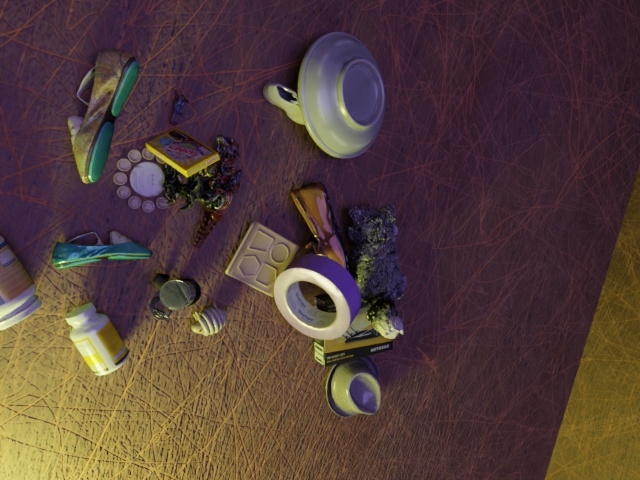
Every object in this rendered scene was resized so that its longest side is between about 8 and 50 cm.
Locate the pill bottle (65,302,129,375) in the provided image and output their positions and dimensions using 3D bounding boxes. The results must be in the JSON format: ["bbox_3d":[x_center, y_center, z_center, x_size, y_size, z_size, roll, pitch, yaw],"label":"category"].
[{"bbox_3d":[-0.607,0.265,1.239,0.103,0.103,0.184,-30,112,-23],"label":"pill bottle"}]

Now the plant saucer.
[{"bbox_3d":[0.105,-0.468,1.474,0.400,0.100,0.401,-7,101,-44],"label":"plant saucer"}]

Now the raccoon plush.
[{"bbox_3d":[0.217,0.068,1.513,0.215,0.446,0.300,-9,117,-15],"label":"raccoon plush"}]

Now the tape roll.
[{"bbox_3d":[-0.012,0.183,1.466,0.090,0.274,0.275,-47,122,-48],"label":"tape roll"}]

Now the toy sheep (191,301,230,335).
[{"bbox_3d":[-0.336,0.243,1.406,0.132,0.091,0.091,-28,111,-29],"label":"toy sheep"}]

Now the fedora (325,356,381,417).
[{"bbox_3d":[0.149,0.563,1.717,0.243,0.124,0.276,-33,113,-21],"label":"fedora"}]

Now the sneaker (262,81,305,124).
[{"bbox_3d":[-0.075,-0.427,1.432,0.212,0.094,0.080,20,87,-31],"label":"sneaker"}]

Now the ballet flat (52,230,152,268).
[{"bbox_3d":[-0.581,0.018,1.228,0.247,0.083,0.087,-7,88,-31],"label":"ballet flat"}]

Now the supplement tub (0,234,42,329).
[{"bbox_3d":[-0.779,0.100,1.086,0.144,0.144,0.200,-31,112,-22],"label":"supplement tub"}]

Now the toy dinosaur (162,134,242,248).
[{"bbox_3d":[-0.316,-0.143,1.315,0.218,0.164,0.322,8,76,-53],"label":"toy dinosaur"}]

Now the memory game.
[{"bbox_3d":[-0.485,-0.170,1.287,0.186,0.012,0.186,-6,102,-29],"label":"memory game"}]

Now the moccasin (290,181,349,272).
[{"bbox_3d":[0.000,0.001,1.527,0.146,0.139,0.380,-19,108,0],"label":"moccasin"}]

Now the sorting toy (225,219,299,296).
[{"bbox_3d":[-0.187,0.060,1.490,0.208,0.038,0.193,32,82,-35],"label":"sorting toy"}]

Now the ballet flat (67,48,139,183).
[{"bbox_3d":[-0.572,-0.322,1.163,0.123,0.123,0.349,20,89,-31],"label":"ballet flat"}]

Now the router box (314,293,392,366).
[{"bbox_3d":[0.126,0.307,1.684,0.308,0.081,0.243,-7,102,-29],"label":"router box"}]

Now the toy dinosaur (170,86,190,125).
[{"bbox_3d":[-0.406,-0.371,1.294,0.090,0.047,0.082,42,85,5],"label":"toy dinosaur"}]

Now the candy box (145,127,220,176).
[{"bbox_3d":[-0.373,-0.241,1.228,0.105,0.205,0.027,-39,143,-26],"label":"candy box"}]

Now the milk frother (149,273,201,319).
[{"bbox_3d":[-0.428,0.173,1.307,0.129,0.135,0.143,18,86,0],"label":"milk frother"}]
